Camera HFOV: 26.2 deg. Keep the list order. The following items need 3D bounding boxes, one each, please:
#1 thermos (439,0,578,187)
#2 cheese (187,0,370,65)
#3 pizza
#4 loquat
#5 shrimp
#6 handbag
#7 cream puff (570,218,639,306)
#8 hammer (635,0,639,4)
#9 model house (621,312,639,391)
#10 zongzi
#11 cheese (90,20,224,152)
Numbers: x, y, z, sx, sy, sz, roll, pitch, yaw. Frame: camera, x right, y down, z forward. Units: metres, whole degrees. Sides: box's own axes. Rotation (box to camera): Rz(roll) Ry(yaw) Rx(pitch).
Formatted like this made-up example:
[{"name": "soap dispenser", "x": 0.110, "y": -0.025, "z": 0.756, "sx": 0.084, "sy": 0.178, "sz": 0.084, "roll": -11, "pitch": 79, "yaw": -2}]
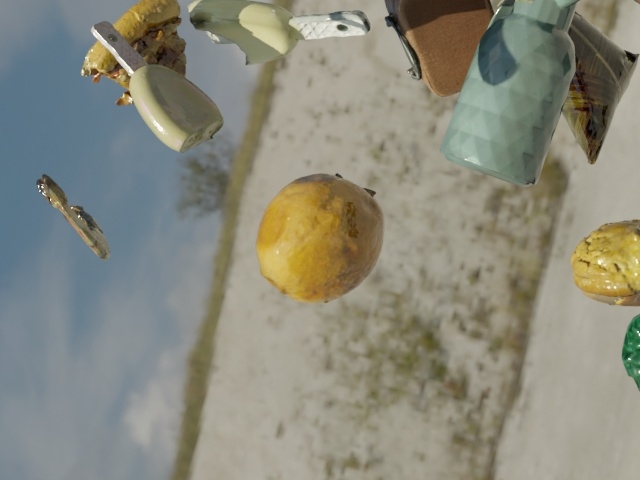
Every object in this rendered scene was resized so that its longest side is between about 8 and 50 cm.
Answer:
[{"name": "thermos", "x": 0.271, "y": -0.229, "z": 1.914, "sx": 0.182, "sy": 0.145, "sz": 0.287, "roll": 28, "pitch": 100, "yaw": 64}, {"name": "cheese", "x": -0.049, "y": -0.284, "z": 1.833, "sx": 0.127, "sy": 0.235, "sz": 0.050, "roll": 53, "pitch": -141, "yaw": -55}, {"name": "pizza", "x": -0.220, "y": -0.218, "z": 1.797, "sx": 0.154, "sy": 0.069, "sz": 0.194, "roll": -48, "pitch": -36, "yaw": -17}, {"name": "loquat", "x": 0.000, "y": 0.000, "z": 2.355, "sx": 0.238, "sy": 0.193, "sz": 0.238, "roll": -14, "pitch": -68, "yaw": -37}, {"name": "shrimp", "x": -0.367, "y": -0.047, "z": 1.987, "sx": 0.035, "sy": 0.195, "sz": 0.148, "roll": -43, "pitch": -55, "yaw": -4}, {"name": "handbag", "x": 0.178, "y": -0.312, "z": 1.998, "sx": 0.193, "sy": 0.151, "sz": 0.072, "roll": 66, "pitch": 175, "yaw": -33}, {"name": "cream puff", "x": 0.477, "y": 0.031, "z": 2.113, "sx": 0.189, "sy": 0.189, "sz": 0.129, "roll": -32, "pitch": -59, "yaw": -73}, {"name": "hammer", "x": 0.298, "y": -0.260, "z": 1.362, "sx": 0.111, "sy": 0.287, "sz": 0.033, "roll": -36, "pitch": 29, "yaw": 61}, {"name": "model house", "x": 0.464, "y": 0.147, "z": 1.451, "sx": 0.280, "sy": 0.230, "sz": 0.249, "roll": -36, "pitch": -4, "yaw": 20}, {"name": "zongzi", "x": 0.366, "y": -0.266, "z": 2.140, "sx": 0.111, "sy": 0.247, "sz": 0.241, "roll": -45, "pitch": 12, "yaw": 46}, {"name": "cheese", "x": -0.202, "y": -0.188, "z": 1.630, "sx": 0.097, "sy": 0.192, "sz": 0.037, "roll": -35, "pitch": -12, "yaw": -48}]
